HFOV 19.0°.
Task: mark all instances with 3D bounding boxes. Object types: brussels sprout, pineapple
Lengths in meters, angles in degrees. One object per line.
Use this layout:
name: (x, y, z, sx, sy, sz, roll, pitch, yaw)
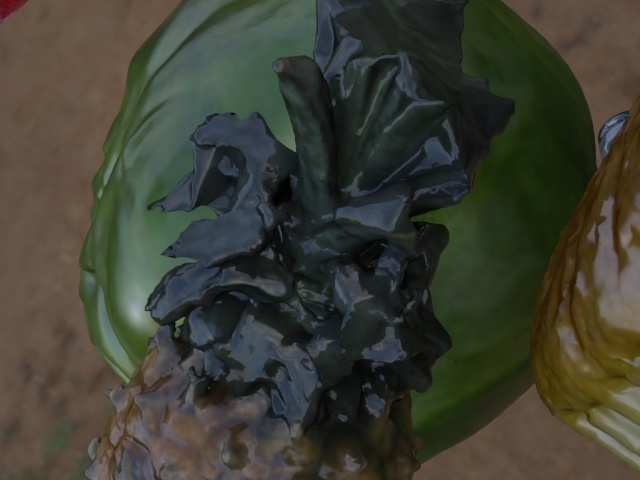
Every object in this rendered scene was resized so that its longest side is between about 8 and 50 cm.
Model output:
brussels sprout: (0.004, -0.001, 1.071, 0.355, 0.281, 0.289, -53, 23, 39)
pineapple: (-0.008, 0.034, 0.646, 0.128, 0.128, 0.248, -119, 36, -50)

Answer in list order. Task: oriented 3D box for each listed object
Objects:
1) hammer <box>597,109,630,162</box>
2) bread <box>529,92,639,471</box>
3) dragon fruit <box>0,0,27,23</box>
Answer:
hammer: (0.311, -0.114, 1.052, 0.427, 0.044, 0.152, -42, 37, 35)
bread: (0.157, -0.045, 0.472, 0.253, 0.142, 0.227, -61, -7, -48)
dragon fruit: (-0.209, -0.178, 1.220, 0.060, 0.056, 0.083, -26, 30, 23)
